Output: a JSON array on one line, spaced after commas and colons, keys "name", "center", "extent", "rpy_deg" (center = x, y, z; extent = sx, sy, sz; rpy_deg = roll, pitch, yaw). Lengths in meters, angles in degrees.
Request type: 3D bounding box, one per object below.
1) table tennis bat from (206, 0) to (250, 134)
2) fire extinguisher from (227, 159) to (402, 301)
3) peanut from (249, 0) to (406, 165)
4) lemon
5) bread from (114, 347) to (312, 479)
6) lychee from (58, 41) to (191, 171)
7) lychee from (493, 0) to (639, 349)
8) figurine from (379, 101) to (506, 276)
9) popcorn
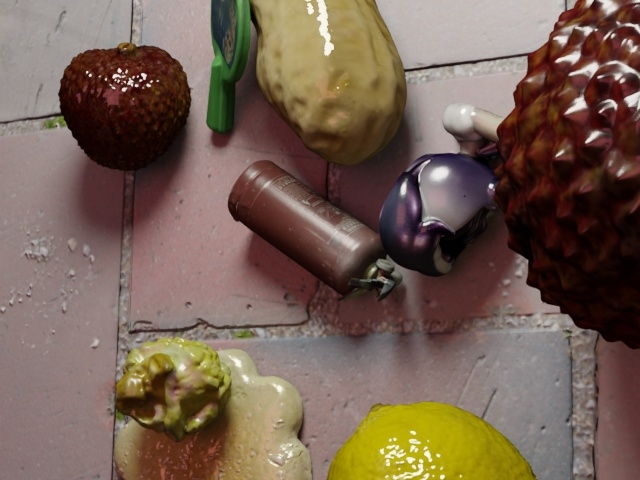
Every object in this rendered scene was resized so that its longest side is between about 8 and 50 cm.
[{"name": "table tennis bat", "center": [-0.129, -0.257, 1.823], "extent": [0.160, 0.039, 0.257], "rpy_deg": [-115, 25, -47]}, {"name": "fire extinguisher", "center": [0.000, 0.000, 1.749], "extent": [0.269, 0.105, 0.104], "rpy_deg": [36, 98, 27]}, {"name": "peanut", "center": [-0.007, -0.267, 1.772], "extent": [0.192, 0.170, 0.387], "rpy_deg": [-47, 54, 45]}, {"name": "lemon", "center": [0.127, 0.323, 1.533], "extent": [0.268, 0.268, 0.322], "rpy_deg": [-40, 69, 16]}, {"name": "bread", "center": [-0.152, 0.297, 1.803], "extent": [0.316, 0.054, 0.316], "rpy_deg": [-4, 80, 25]}, {"name": "lychee", "center": [-0.274, -0.190, 1.884], "extent": [0.194, 0.194, 0.194], "rpy_deg": [-5, 78, 27]}, {"name": "lychee", "center": [0.407, -0.099, 1.392], "extent": [0.500, 0.425, 0.424], "rpy_deg": [-43, 62, 38]}, {"name": "figurine", "center": [0.157, -0.063, 1.659], "extent": [0.145, 0.145, 0.222], "rpy_deg": [23, 87, 29]}, {"name": "popcorn", "center": [-0.189, 0.188, 1.745], "extent": [0.145, 0.126, 0.125], "rpy_deg": [13, 111, 7]}]
